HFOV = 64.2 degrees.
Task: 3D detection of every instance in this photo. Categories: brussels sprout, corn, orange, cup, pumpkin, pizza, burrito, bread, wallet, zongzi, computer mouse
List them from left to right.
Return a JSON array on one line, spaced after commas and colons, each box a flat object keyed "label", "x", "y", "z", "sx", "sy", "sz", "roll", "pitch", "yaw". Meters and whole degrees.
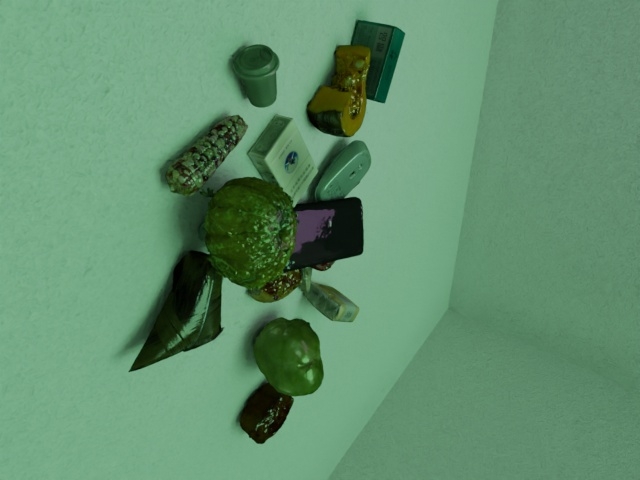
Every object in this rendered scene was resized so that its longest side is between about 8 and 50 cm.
[{"label": "zongzi", "x": -0.393, "y": 0.192, "z": 1.377, "sx": 0.300, "sy": 0.138, "sz": 0.286, "roll": -25, "pitch": 128, "yaw": -49}, {"label": "corn", "x": -0.290, "y": -0.224, "z": 1.311, "sx": 0.281, "sy": 0.092, "sz": 0.092, "roll": -56, "pitch": 150, "yaw": -29}, {"label": "orange", "x": -0.177, "y": -0.018, "z": 1.360, "sx": 0.300, "sy": 0.223, "sz": 0.302, "roll": 13, "pitch": 79, "yaw": -63}, {"label": "cup", "x": -0.162, "y": -0.433, "z": 1.358, "sx": 0.120, "sy": 0.120, "sz": 0.141, "roll": -55, "pitch": 160, "yaw": -22}, {"label": "bread", "x": -0.209, "y": 0.692, "z": 2.034, "sx": 0.247, "sy": 0.135, "sz": 0.232, "roll": -47, "pitch": 145, "yaw": -33}, {"label": "pizza", "x": -0.132, "y": 0.116, "z": 1.817, "sx": 0.289, "sy": 0.081, "sz": 0.229, "roll": -7, "pitch": 116, "yaw": -56}, {"label": "brussels sprout", "x": -0.111, "y": 0.415, "z": 1.868, "sx": 0.242, "sy": 0.316, "sz": 0.274, "roll": -33, "pitch": 122, "yaw": -6}, {"label": "burrito", "x": -0.059, "y": 0.140, "z": 1.996, "sx": 0.055, "sy": 0.041, "sz": 0.149, "roll": -26, "pitch": 132, "yaw": -33}, {"label": "wallet", "x": -0.004, "y": -0.028, "z": 1.812, "sx": 0.405, "sy": 0.062, "sz": 0.229, "roll": -10, "pitch": 101, "yaw": -40}, {"label": "pumpkin", "x": 0.060, "y": -0.481, "z": 1.664, "sx": 0.190, "sy": 0.139, "sz": 0.281, "roll": -34, "pitch": 136, "yaw": -46}, {"label": "computer mouse", "x": 0.074, "y": -0.250, "z": 1.894, "sx": 0.288, "sy": 0.097, "sz": 0.159, "roll": -46, "pitch": 150, "yaw": -8}]

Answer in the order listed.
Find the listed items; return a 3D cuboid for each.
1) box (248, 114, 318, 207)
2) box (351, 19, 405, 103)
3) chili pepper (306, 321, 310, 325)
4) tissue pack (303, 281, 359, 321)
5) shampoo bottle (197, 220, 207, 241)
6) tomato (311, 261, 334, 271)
[{"label": "box", "x": -0.111, "y": -0.244, "z": 1.605, "sx": 0.164, "sy": 0.069, "sz": 0.256, "roll": -58, "pitch": 149, "yaw": -19}, {"label": "box", "x": 0.175, "y": -0.610, "z": 1.749, "sx": 0.092, "sy": 0.153, "sz": 0.245, "roll": -9, "pitch": 119, "yaw": -58}, {"label": "chili pepper", "x": -0.096, "y": 0.446, "z": 2.116, "sx": 0.099, "sy": 0.083, "sz": 0.254, "roll": -16, "pitch": 119, "yaw": -56}, {"label": "tissue pack", "x": 0.047, "y": 0.257, "z": 2.114, "sx": 0.090, "sy": 0.186, "sz": 0.222, "roll": -55, "pitch": 152, "yaw": 5}, {"label": "shampoo bottle", "x": -0.273, "y": -0.006, "z": 1.508, "sx": 0.204, "sy": 0.065, "sz": 0.065, "roll": 25, "pitch": 88, "yaw": -61}, {"label": "tomato", "x": -0.002, "y": 0.001, "z": 1.941, "sx": 0.224, "sy": 0.084, "sz": 0.225, "roll": -21, "pitch": 117, "yaw": -48}]
